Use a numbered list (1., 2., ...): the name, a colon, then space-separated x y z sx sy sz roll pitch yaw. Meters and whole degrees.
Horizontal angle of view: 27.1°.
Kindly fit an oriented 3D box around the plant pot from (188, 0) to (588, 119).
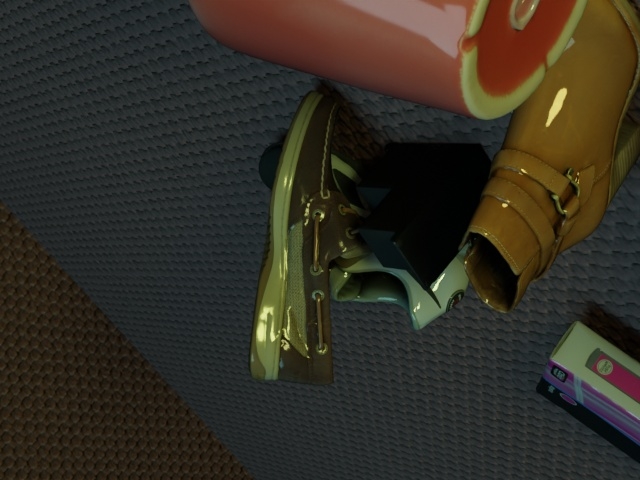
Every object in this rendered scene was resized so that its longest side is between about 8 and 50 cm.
1. plant pot: 0.066 -0.228 1.026 0.243 0.275 0.275 31 154 27

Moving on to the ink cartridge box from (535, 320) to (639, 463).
1. ink cartridge box: 0.423 0.238 1.528 0.371 0.069 0.175 33 166 14

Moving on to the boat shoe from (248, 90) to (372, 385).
1. boat shoe: 0.000 0.000 1.540 0.123 0.342 0.123 9 172 2

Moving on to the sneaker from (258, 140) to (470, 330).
1. sneaker: 0.030 -0.007 1.633 0.331 0.146 0.122 31 156 27

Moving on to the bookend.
1. bookend: 0.096 -0.031 1.468 0.156 0.157 0.072 6 138 53

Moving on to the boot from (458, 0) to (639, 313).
1. boot: 0.183 -0.089 1.153 0.109 0.220 0.283 26 152 32
